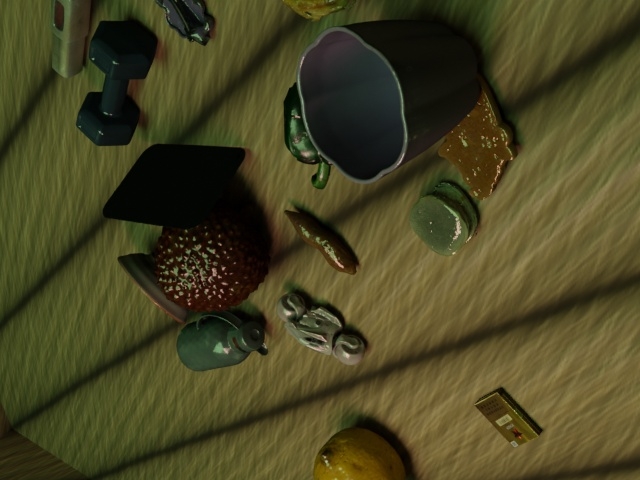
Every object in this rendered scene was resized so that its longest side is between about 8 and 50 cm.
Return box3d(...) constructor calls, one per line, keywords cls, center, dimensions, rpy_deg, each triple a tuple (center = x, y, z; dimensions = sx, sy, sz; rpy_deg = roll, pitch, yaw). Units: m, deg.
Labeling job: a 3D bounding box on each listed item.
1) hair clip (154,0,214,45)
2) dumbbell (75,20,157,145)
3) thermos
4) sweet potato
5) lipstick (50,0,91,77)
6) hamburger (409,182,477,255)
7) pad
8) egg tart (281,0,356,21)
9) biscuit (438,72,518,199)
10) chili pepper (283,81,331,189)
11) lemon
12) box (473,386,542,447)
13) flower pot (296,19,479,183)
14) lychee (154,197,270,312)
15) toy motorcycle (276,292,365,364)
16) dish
box3d(cls="hair clip", center=(-0.309, -0.498, 1.878), dimensions=(0.195, 0.052, 0.124), rpy_deg=(53, 136, 4))
box3d(cls="dumbbell", center=(-0.490, -0.372, 2.076), dimensions=(0.144, 0.156, 0.316), rpy_deg=(68, 149, 27))
box3d(cls="thermos", center=(-0.272, 0.263, 2.371), dimensions=(0.286, 0.145, 0.182), rpy_deg=(-20, 118, 48))
box3d(cls="sweet potato", center=(0.002, -0.002, 1.975), dimensions=(0.218, 0.051, 0.065), rpy_deg=(43, 143, 7))
box3d(cls="lipstick", center=(-0.615, -0.517, 2.127), dimensions=(0.079, 0.077, 0.253), rpy_deg=(39, 141, 13))
box3d(cls="hamburger", center=(0.243, -0.040, 1.710), dimensions=(0.133, 0.062, 0.140), rpy_deg=(45, 143, 12))
box3d(cls="pad", center=(-0.357, -0.093, 2.069), dimensions=(0.375, 0.315, 0.063), rpy_deg=(9, 147, 41))
box3d(cls="egg tart", center=(-0.005, -0.533, 1.522), dimensions=(0.290, 0.107, 0.291), rpy_deg=(27, 134, 32))
box3d(cls="biscuit", center=(0.283, -0.189, 1.573), dimensions=(0.162, 0.035, 0.250), rpy_deg=(15, 129, 34))
box3d(cls="chili pepper", center=(0.016, -0.212, 1.713), dimensions=(0.165, 0.174, 0.261), rpy_deg=(0, 122, 14))
box3d(cls="lemon", center=(0.104, 0.610, 2.233), dimensions=(0.253, 0.228, 0.228), rpy_deg=(48, 141, 0))
box3d(cls="box", center=(0.414, 0.393, 1.923), dimensions=(0.133, 0.023, 0.090), rpy_deg=(46, 142, 4))
box3d(cls="flower pot", center=(0.127, -0.262, 1.481), dimensions=(0.265, 0.243, 0.265), rpy_deg=(30, 135, 36))
box3d(cls="lychee", center=(-0.259, 0.032, 2.086), dimensions=(0.275, 0.304, 0.276), rpy_deg=(41, 179, 1))
box3d(cls="toy motorcycle", center=(-0.008, 0.223, 2.120), dimensions=(0.254, 0.112, 0.112), rpy_deg=(35, 139, 16))
box3d(cls="dish", center=(-0.438, 0.109, 2.402), dimensions=(0.260, 0.085, 0.260), rpy_deg=(46, 178, 2))
